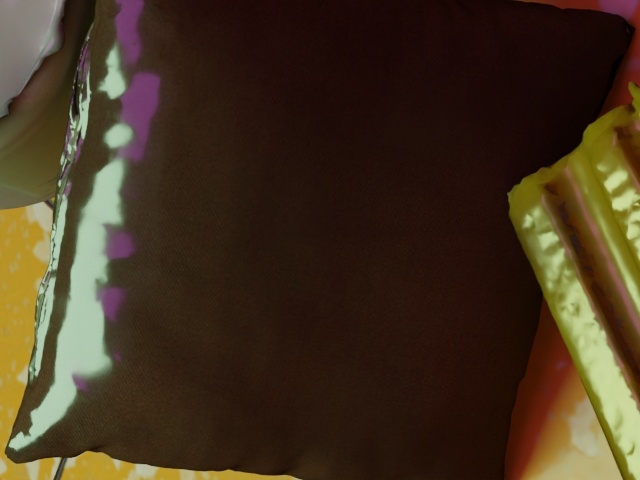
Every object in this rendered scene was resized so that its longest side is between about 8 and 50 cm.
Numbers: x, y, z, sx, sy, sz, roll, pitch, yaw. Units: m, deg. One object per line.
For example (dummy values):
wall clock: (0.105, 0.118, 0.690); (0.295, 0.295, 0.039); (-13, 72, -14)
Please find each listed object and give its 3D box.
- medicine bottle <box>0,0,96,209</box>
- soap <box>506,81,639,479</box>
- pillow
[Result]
medicine bottle: (-0.220, -0.128, 1.052); (0.213, 0.379, 0.213); (0, 87, 2)
soap: (0.235, 0.063, 0.807); (0.204, 0.096, 0.324); (-39, 65, 41)
pillow: (0.000, 0.000, 0.933); (0.108, 0.305, 0.308); (-126, 47, -67)
